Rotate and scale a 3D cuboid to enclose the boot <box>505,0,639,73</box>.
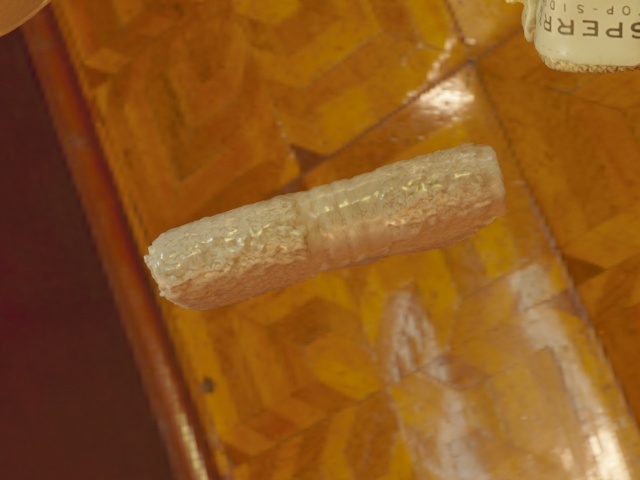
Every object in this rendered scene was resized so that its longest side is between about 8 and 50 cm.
[{"bbox_3d":[0.064,-0.138,0.379,0.095,0.262,0.204,29,126,45],"label":"boot"}]

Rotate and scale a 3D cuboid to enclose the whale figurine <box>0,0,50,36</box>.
[{"bbox_3d":[-0.132,-0.201,0.539,0.141,0.216,0.272,20,68,14],"label":"whale figurine"}]

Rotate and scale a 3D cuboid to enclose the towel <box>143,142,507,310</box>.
[{"bbox_3d":[0.000,0.000,0.864,0.187,0.282,0.049,-17,88,-2],"label":"towel"}]
